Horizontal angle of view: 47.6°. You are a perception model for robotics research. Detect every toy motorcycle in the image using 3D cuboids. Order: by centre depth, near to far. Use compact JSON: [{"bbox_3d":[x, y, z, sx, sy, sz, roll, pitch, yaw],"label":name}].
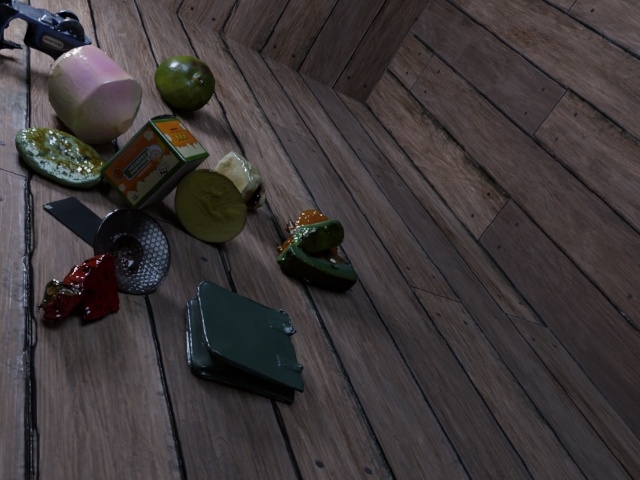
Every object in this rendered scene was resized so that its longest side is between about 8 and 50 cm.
[{"bbox_3d":[-0.859,-0.613,2.157,0.358,0.212,0.125,21,23,-38],"label":"toy motorcycle"}]

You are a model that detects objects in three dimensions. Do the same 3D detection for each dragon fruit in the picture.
[{"bbox_3d":[-0.474,0.109,1.399,0.092,0.122,0.192,-3,20,16],"label":"dragon fruit"}]

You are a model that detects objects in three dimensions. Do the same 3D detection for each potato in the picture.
[{"bbox_3d":[-0.295,-0.107,1.938,0.203,0.178,0.158,35,9,-19],"label":"potato"}]

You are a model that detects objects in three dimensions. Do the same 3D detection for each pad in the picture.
[{"bbox_3d":[-0.532,-0.035,1.665,0.193,0.004,0.116,37,22,7],"label":"pad"}]

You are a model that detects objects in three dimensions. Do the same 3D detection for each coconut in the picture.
[{"bbox_3d":[-0.615,-0.383,1.995,0.245,0.233,0.233,47,25,15],"label":"coconut"}]

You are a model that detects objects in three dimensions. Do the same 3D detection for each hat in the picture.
[{"bbox_3d":[-0.429,0.029,1.590,0.193,0.082,0.193,17,67,-46],"label":"hat"}]

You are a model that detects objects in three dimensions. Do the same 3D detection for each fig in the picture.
[{"bbox_3d":[-0.495,-0.556,2.585,0.225,0.203,0.203,0,-2,38],"label":"fig"}]

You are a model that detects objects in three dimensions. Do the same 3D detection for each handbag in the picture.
[{"bbox_3d":[-0.159,0.218,1.561,0.260,0.079,0.247,24,25,-28],"label":"handbag"}]

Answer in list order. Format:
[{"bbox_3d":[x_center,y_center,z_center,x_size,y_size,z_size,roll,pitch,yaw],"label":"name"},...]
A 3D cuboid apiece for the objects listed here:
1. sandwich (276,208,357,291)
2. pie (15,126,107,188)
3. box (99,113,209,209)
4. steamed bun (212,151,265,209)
[{"bbox_3d":[0.000,0.000,2.116,0.250,0.162,0.301,28,25,-25],"label":"sandwich"},{"bbox_3d":[-0.641,-0.209,1.811,0.240,0.054,0.240,30,21,-13],"label":"pie"},{"bbox_3d":[-0.421,-0.200,1.849,0.148,0.195,0.177,50,17,-1],"label":"box"},{"bbox_3d":[-0.232,-0.159,2.185,0.155,0.141,0.172,28,21,-51],"label":"steamed bun"}]
